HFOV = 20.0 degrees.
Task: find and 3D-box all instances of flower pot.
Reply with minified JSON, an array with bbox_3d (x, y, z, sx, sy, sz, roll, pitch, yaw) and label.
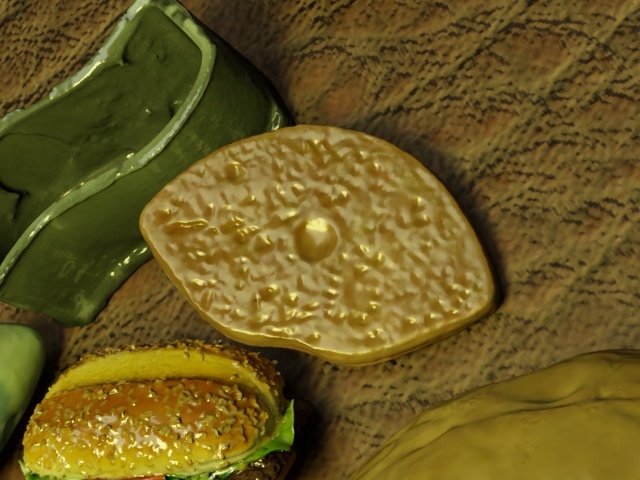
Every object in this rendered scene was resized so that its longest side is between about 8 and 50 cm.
[{"bbox_3d":[-0.133,-0.042,1.154,0.229,0.108,0.103,-40,57,12],"label":"flower pot"}]

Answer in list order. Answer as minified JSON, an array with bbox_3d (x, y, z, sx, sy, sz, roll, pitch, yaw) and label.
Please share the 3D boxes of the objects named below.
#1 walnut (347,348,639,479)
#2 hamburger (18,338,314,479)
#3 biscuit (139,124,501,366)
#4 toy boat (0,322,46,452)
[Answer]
[{"bbox_3d":[0.128,0.197,0.825,0.313,0.252,0.277,-17,63,13],"label":"walnut"},{"bbox_3d":[-0.093,0.111,1.052,0.166,0.087,0.137,-6,25,19],"label":"hamburger"},{"bbox_3d":[0.000,0.000,1.072,0.221,0.029,0.142,9,74,12],"label":"biscuit"},{"bbox_3d":[-0.318,0.161,1.199,0.215,0.123,0.330,32,78,39],"label":"toy boat"}]
